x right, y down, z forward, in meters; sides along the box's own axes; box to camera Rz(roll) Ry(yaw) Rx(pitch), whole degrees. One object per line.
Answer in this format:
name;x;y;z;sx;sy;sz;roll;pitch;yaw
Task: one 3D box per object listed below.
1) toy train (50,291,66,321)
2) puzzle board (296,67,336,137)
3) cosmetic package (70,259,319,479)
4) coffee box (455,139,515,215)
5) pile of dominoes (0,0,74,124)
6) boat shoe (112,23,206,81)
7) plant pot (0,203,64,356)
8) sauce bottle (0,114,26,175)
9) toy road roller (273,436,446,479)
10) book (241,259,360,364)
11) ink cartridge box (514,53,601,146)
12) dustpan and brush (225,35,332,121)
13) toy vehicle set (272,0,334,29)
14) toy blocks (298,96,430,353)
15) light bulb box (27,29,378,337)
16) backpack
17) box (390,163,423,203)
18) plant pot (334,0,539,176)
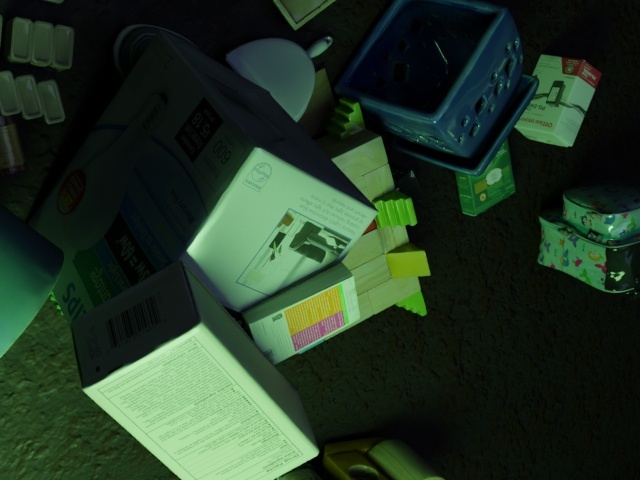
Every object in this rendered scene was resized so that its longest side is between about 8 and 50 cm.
toy train;-0.370;0.097;1.827;0.017;0.023;0.083;-42;124;-23
puzzle board;-0.030;-0.208;2.028;0.128;0.011;0.096;-33;122;-27
cosmetic package;-0.145;0.180;1.507;0.160;0.113;0.309;-28;136;6
coffee box;0.292;-0.150;2.284;0.113;0.040;0.184;-30;119;-30
pile of dominoes;-0.448;-0.262;1.655;0.251;0.040;0.196;6;84;-35
boat shoe;-0.166;-0.212;1.858;0.319;0.099;0.116;38;78;-39
plant pot;-0.503;0.040;1.548;0.235;0.293;0.293;46;72;-21
sauce bottle;-0.430;-0.152;1.699;0.042;0.042;0.128;-19;104;-34
toy road roller;0.044;0.492;2.163;0.329;0.202;0.241;-5;117;-33
book;-0.021;0.098;1.591;0.144;0.035;0.096;-27;137;-13
ink cartridge box;0.434;-0.258;2.324;0.063;0.109;0.150;27;85;-41
dustpan and brush;-0.043;-0.272;1.961;0.211;0.060;0.147;-41;93;-29
toy vehicle set;-0.046;-0.466;1.887;0.166;0.035;0.267;-36;126;2
toy blocks;0.000;0.000;2.022;0.261;0.190;0.381;-26;118;-19
light bulb box;-0.174;-0.021;1.676;0.225;0.358;0.361;26;106;-39
backpack;0.536;-0.010;2.384;0.225;0.253;0.191;-14;106;-32
box;0.123;-0.081;2.159;0.083;0.052;0.062;-39;125;-26
plant pot;0.205;-0.251;2.069;0.236;0.236;0.212;-56;136;-12
